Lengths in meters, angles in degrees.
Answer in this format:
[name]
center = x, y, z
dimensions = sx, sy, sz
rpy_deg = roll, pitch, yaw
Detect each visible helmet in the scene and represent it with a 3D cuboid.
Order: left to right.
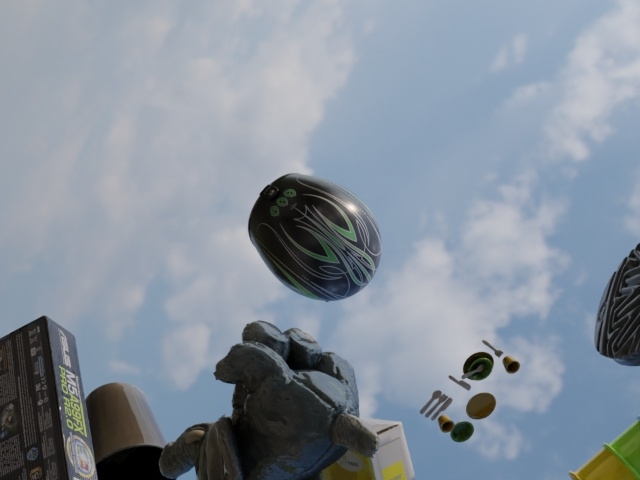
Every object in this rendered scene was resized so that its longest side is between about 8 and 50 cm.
[helmet]
center = 0.000, 0.000, 1.235
dimensions = 0.161, 0.169, 0.169
rpy_deg = 36, -79, 31

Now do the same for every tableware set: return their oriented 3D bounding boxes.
[tableware set]
center = 0.225, 0.223, 1.338
dimensions = 0.154, 0.104, 0.024
rpy_deg = -50, -152, 10

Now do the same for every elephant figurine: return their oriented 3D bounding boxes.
[elephant figurine]
center = -0.065, 0.218, 0.952
dimensions = 0.239, 0.169, 0.186
rpy_deg = -59, -177, 15

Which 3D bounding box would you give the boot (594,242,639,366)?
[boot]
center = 0.556, 0.114, 0.939
dimensions = 0.367, 0.445, 0.146
rpy_deg = 126, -15, -67

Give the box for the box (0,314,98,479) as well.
[box]
center = -0.357, 0.243, 1.013
dimensions = 0.216, 0.060, 0.270
rpy_deg = -28, -128, 8

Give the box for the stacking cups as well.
[stacking cups]
center = 0.491, 0.253, 1.299
dimensions = 0.316, 0.096, 0.096
rpy_deg = -44, -151, -3

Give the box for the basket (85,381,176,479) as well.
[basket]
center = -0.369, 0.377, 1.710
dimensions = 0.204, 0.154, 0.227
rpy_deg = -36, -148, 4

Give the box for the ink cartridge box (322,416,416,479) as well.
[ink cartridge box]
center = 0.026, 0.352, 1.082
dimensions = 0.303, 0.072, 0.307
rpy_deg = -10, -87, 58
